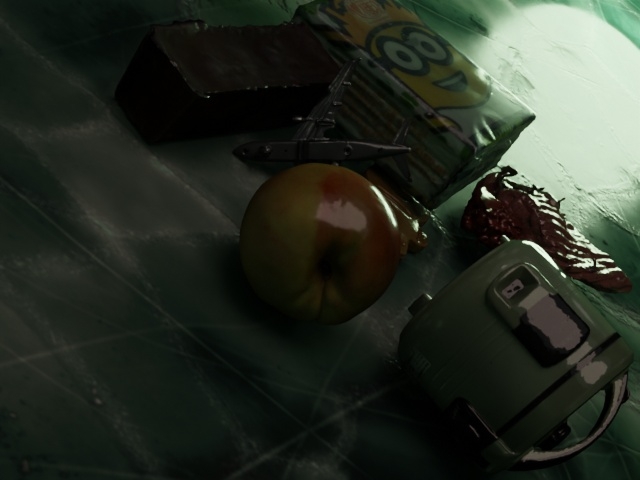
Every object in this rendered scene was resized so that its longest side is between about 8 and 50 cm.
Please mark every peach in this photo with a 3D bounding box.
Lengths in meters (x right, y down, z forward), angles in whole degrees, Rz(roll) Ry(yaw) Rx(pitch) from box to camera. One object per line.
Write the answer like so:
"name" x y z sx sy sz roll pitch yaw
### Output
"peach" 0.000 0.000 1.567 0.184 0.184 0.184 28 35 -22

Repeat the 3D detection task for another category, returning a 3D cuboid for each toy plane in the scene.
"toy plane" 0.008 -0.110 1.742 0.226 0.058 0.226 -1 94 -18

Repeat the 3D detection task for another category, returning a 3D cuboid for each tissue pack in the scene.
"tissue pack" 0.110 -0.203 1.929 0.311 0.128 0.228 42 32 11

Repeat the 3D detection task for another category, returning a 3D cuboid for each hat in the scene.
"hat" 0.293 -0.023 1.963 0.286 0.107 0.237 11 27 -48

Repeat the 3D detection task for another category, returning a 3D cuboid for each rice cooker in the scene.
"rice cooker" 0.222 0.136 1.605 0.244 0.226 0.226 52 33 10

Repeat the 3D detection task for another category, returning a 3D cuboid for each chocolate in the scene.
"chocolate" -0.110 -0.190 1.723 0.112 0.112 0.321 54 33 15

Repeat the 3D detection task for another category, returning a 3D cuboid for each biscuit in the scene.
"biscuit" 0.091 -0.041 1.843 0.133 0.027 0.184 46 32 8
